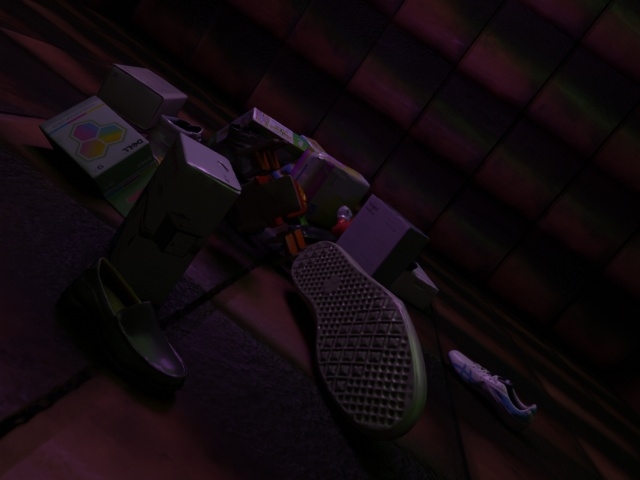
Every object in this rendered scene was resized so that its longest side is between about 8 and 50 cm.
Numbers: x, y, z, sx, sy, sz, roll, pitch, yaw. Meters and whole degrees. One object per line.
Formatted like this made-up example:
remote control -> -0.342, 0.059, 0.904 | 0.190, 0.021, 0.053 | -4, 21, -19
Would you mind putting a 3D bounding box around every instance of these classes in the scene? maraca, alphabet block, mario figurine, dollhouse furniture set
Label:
maraca -> -0.085, -0.110, 1.436 | 0.185, 0.099, 0.127 | 58, 13, -22
alphabet block -> -0.055, -0.266, 1.781 | 0.192, 0.193, 0.197 | 50, 14, 2
mario figurine -> 0.136, -0.023, 1.502 | 0.198, 0.170, 0.320 | 8, 1, 11
dollhouse furniture set -> -0.078, -0.085, 0.974 | 0.259, 0.135, 0.261 | -36, 109, -74

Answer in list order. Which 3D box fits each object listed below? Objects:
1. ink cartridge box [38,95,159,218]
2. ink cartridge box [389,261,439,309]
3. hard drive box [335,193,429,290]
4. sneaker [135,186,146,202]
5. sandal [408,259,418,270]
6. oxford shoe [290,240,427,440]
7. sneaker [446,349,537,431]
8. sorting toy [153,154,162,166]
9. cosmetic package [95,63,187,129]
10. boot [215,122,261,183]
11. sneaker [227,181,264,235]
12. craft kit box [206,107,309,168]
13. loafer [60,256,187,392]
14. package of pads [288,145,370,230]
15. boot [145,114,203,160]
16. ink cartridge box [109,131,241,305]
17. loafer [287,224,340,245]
ink cartridge box -> -0.357, -0.145, 0.780 | 0.209, 0.109, 0.062 | 40, -25, 16
ink cartridge box -> 0.280, 0.118, 1.563 | 0.160, 0.092, 0.219 | 31, 15, -19
hard drive box -> 0.139, 0.025, 1.214 | 0.089, 0.232, 0.181 | 26, 17, -41
sneaker -> -0.256, -0.065, 0.878 | 0.083, 0.118, 0.222 | 34, 41, 11
sandal -> 0.219, -0.010, 1.473 | 0.254, 0.055, 0.097 | 60, 13, 19
oxford shoe -> 0.064, 0.149, 0.788 | 0.130, 0.169, 0.449 | 54, 2, -30
sneaker -> 0.409, 0.345, 1.115 | 0.237, 0.086, 0.085 | 43, 16, 33
sorting toy -> -0.379, -0.170, 1.018 | 0.083, 0.044, 0.075 | 33, -6, -13
cosmetic package -> -0.524, -0.432, 1.391 | 0.160, 0.113, 0.309 | 33, 14, -12
boot -> -0.231, -0.271, 1.464 | 0.083, 0.161, 0.246 | 42, 14, 23
sneaker -> -0.161, -0.079, 1.136 | 0.163, 0.086, 0.226 | 18, 22, -51
craft kit box -> -0.211, -0.321, 1.568 | 0.250, 0.247, 0.060 | 25, 60, -43
loafer -> -0.201, 0.088, 0.487 | 0.170, 0.061, 0.062 | 39, 12, 9
package of pads -> 0.013, -0.174, 1.608 | 0.297, 0.229, 0.101 | 23, 18, -47
boot -> -0.318, -0.224, 1.152 | 0.095, 0.123, 0.258 | 42, 14, 23
ink cartridge box -> -0.201, -0.032, 0.625 | 0.082, 0.190, 0.139 | 29, 14, -30
loafer -> 0.000, 0.000, 1.291 | 0.223, 0.076, 0.078 | 17, 31, -47
